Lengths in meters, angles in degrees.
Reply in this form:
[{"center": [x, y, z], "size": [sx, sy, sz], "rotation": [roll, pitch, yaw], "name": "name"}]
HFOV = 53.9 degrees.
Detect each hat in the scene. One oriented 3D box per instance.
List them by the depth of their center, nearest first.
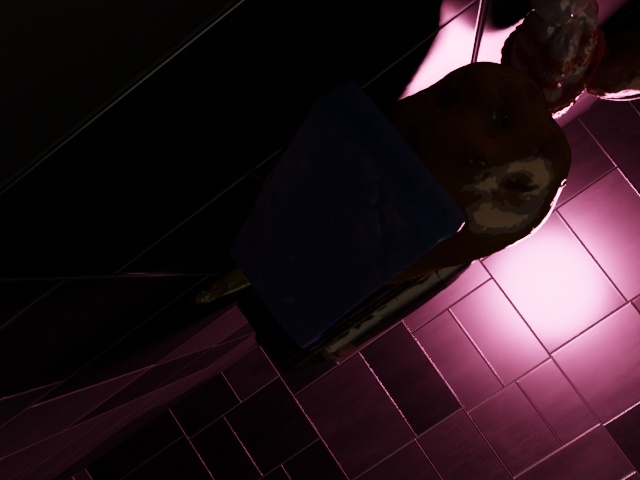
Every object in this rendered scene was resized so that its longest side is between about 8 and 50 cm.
[{"center": [0.219, -0.191, 0.580], "size": [0.112, 0.094, 0.162], "rotation": [-61, 167, -5], "name": "hat"}]

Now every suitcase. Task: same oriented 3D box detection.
[{"center": [0.078, 0.050, 1.042], "size": [0.434, 0.194, 0.283], "rotation": [-34, 172, 3], "name": "suitcase"}]

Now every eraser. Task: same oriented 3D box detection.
[{"center": [0.000, 0.000, 0.585], "size": [0.043, 0.144, 0.312], "rotation": [-33, 172, -31], "name": "eraser"}]

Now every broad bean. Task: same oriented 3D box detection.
[{"center": [0.551, -0.319, 1.075], "size": [0.229, 0.122, 0.156], "rotation": [-28, -159, -12], "name": "broad bean"}]

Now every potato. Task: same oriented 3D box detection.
[{"center": [0.095, -0.036, 0.678], "size": [0.196, 0.176, 0.369], "rotation": [-25, 173, -41], "name": "potato"}]

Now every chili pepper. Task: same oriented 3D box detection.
[{"center": [-0.076, 0.032, 0.837], "size": [0.208, 0.043, 0.049], "rotation": [-34, -175, -1], "name": "chili pepper"}]
